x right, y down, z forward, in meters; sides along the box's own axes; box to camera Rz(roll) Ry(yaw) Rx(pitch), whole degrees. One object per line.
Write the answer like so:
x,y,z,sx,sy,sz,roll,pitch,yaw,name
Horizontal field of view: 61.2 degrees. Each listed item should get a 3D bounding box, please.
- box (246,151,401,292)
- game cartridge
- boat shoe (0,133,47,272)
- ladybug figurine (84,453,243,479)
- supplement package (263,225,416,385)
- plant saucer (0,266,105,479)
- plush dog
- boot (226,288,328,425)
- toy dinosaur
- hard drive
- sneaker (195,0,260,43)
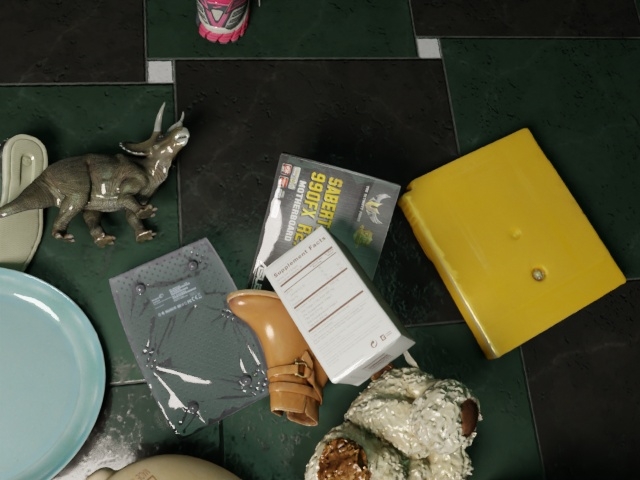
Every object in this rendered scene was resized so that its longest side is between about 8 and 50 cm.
0.000,0.000,0.822,0.183,0.056,0.231,15,101,-4,box
0.323,-0.004,0.932,0.285,0.052,0.323,-25,78,-14,game cartridge
-0.472,-0.042,0.812,0.079,0.084,0.233,1,79,31,boat shoe
-0.152,0.465,0.639,0.305,0.162,0.449,-27,85,-47,ladybug figurine
0.026,0.088,0.719,0.105,0.105,0.179,-38,65,7,supplement package
-0.451,0.187,0.703,0.318,0.044,0.317,17,56,-28,plant saucer
0.073,0.285,0.744,0.225,0.262,0.211,-33,49,-25,plush dog
-0.059,0.165,0.763,0.197,0.073,0.152,31,50,-29,boot
-0.337,-0.078,0.824,0.314,0.121,0.160,-18,68,-11,toy dinosaur
-0.188,0.141,0.806,0.172,0.054,0.254,-25,81,-14,hard drive
-0.154,-0.503,0.956,0.121,0.112,0.299,4,74,-8,sneaker
